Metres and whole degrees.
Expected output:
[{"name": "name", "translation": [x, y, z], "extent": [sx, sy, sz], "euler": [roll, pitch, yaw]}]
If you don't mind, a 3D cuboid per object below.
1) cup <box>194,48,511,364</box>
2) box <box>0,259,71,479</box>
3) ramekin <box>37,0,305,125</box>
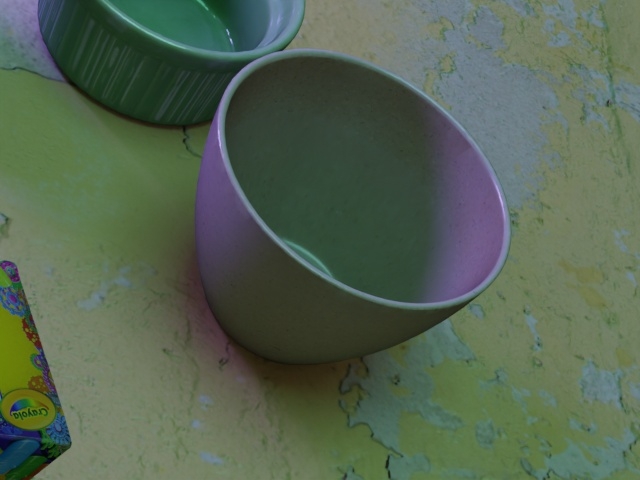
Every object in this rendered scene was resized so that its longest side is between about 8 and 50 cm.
[{"name": "cup", "translation": [0.000, 0.000, 1.595], "extent": [0.331, 0.237, 0.331], "euler": [17, 46, -19]}, {"name": "box", "translation": [-0.400, 0.136, 1.130], "extent": [0.290, 0.279, 0.177], "euler": [16, 42, -50]}, {"name": "ramekin", "translation": [-0.184, -0.279, 1.783], "extent": [0.303, 0.148, 0.303], "euler": [17, 46, -19]}]
